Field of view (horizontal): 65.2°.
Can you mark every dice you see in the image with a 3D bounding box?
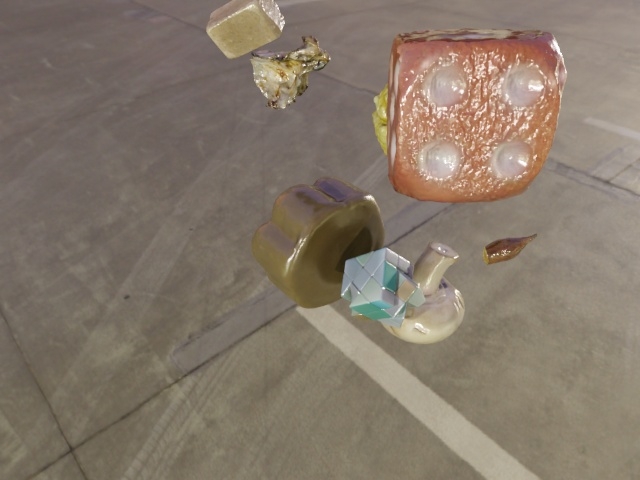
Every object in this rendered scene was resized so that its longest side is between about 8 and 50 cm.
[{"bbox_3d":[0.168,-0.151,0.591,0.173,0.180,0.175,-1,24,2],"label":"dice"}]

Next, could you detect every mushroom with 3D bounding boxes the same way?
[{"bbox_3d":[0.368,0.197,1.784,0.315,0.315,0.356,30,81,33],"label":"mushroom"}]

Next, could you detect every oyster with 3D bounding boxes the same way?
[{"bbox_3d":[-0.105,-0.528,1.519,0.133,0.198,0.337,-52,20,-22],"label":"oyster"}]

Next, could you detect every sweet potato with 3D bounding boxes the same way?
[{"bbox_3d":[0.387,0.012,1.025,0.117,0.049,0.049,-25,36,14],"label":"sweet potato"}]

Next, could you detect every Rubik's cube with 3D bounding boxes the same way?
[{"bbox_3d":[0.209,0.149,1.572,0.265,0.212,0.225,-20,50,45],"label":"Rubik's cube"}]

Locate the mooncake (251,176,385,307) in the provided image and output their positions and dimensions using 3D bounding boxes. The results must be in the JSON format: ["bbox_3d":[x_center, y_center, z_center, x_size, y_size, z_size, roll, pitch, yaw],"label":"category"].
[{"bbox_3d":[0.000,0.000,1.752,0.466,0.468,0.262,-25,47,-29],"label":"mooncake"}]

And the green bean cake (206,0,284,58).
[{"bbox_3d":[-0.190,-0.546,1.265,0.179,0.109,0.085,-12,53,33],"label":"green bean cake"}]

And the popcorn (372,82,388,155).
[{"bbox_3d":[0.233,-0.248,1.029,0.249,0.249,0.226,-21,78,-25],"label":"popcorn"}]
